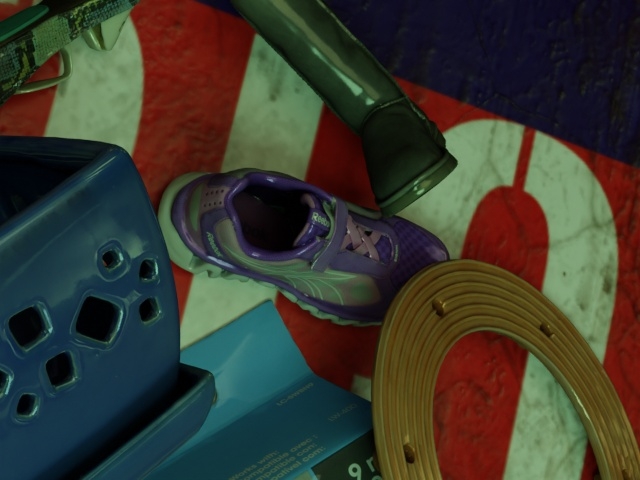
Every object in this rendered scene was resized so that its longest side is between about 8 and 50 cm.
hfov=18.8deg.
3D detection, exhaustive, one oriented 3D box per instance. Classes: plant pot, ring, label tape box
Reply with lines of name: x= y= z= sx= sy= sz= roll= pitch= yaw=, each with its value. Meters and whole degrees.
plant pot: x=-0.221 y=0.079 z=1.276 sx=0.236 sy=0.236 sz=0.212 roll=-38 pitch=114 yaw=-26
ring: x=0.146 y=0.175 z=1.466 sx=0.336 sy=0.032 sz=0.337 roll=28 pitch=50 yaw=-39
label tape box: x=-0.032 y=0.235 z=1.405 sx=0.240 sy=0.106 sz=0.334 roll=-30 pitch=93 yaw=-25

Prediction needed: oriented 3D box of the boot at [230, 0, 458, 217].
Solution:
boot: x=0.013 y=-0.127 z=1.463 sx=0.076 sy=0.189 sz=0.208 roll=-35 pitch=104 yaw=6

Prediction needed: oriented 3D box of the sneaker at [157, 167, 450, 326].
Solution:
sneaker: x=0.000 y=0.000 z=1.461 sx=0.236 sy=0.104 sz=0.095 roll=15 pitch=70 yaw=-22

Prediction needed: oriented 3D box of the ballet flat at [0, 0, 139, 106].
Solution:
ballet flat: x=-0.190 y=-0.158 z=1.439 sx=0.188 sy=0.070 sz=0.070 roll=-34 pitch=95 yaw=-23
